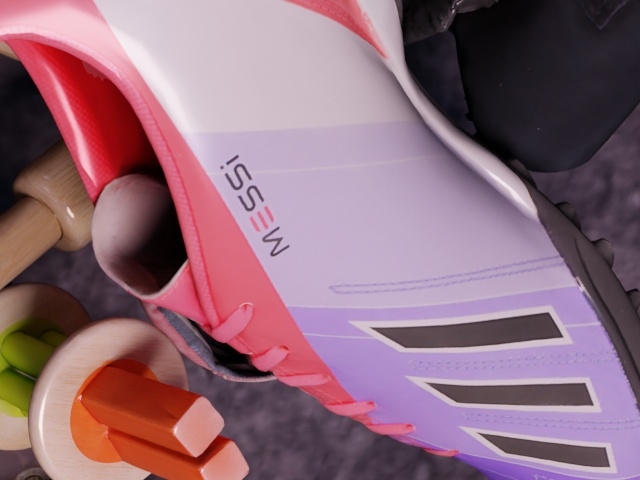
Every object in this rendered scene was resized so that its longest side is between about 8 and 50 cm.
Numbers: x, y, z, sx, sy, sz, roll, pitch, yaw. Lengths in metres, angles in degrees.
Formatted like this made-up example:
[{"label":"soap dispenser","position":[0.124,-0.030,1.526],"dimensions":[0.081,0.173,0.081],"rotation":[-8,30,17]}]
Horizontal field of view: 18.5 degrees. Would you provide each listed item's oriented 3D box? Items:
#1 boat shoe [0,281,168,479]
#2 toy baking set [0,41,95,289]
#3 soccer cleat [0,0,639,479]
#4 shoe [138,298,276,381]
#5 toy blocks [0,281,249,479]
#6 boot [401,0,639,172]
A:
[{"label":"boat shoe","position":[-0.102,0.094,0.671],"dimensions":[0.130,0.132,0.355],"rotation":[-28,129,-6]},{"label":"toy baking set","position":[-0.100,-0.084,0.559],"dimensions":[0.256,0.030,0.197],"rotation":[-47,123,-28]},{"label":"soccer cleat","position":[0.000,0.000,0.576],"dimensions":[0.116,0.108,0.318],"rotation":[-50,127,-18]},{"label":"shoe","position":[-0.008,0.027,0.697],"dimensions":[0.063,0.081,0.178],"rotation":[-47,128,11]},{"label":"toy blocks","position":[-0.047,0.086,0.548],"dimensions":[0.054,0.148,0.123],"rotation":[-9,108,-39]},{"label":"boot","position":[0.057,-0.162,0.574],"dimensions":[0.094,0.246,0.207],"rotation":[-22,167,-39]}]
